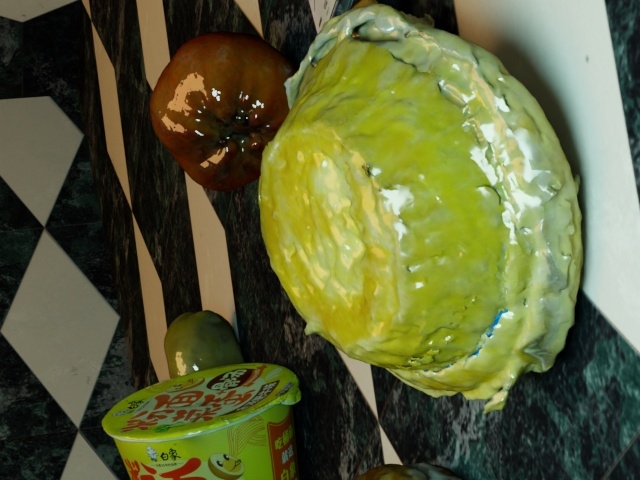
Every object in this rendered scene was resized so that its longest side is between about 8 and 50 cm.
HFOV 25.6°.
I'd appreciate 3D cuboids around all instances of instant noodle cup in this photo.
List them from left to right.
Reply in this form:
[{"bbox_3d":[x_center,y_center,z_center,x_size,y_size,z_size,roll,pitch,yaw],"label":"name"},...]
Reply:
[{"bbox_3d":[-0.159,0.342,2.168,0.311,0.311,0.221,-153,48,-71],"label":"instant noodle cup"}]

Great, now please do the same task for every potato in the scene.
[{"bbox_3d":[-0.204,0.223,2.495,0.154,0.137,0.200,163,99,-74],"label":"potato"}]

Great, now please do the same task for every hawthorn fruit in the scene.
[{"bbox_3d":[-0.129,-0.193,1.974,0.261,0.224,0.224,-101,11,-65],"label":"hawthorn fruit"}]

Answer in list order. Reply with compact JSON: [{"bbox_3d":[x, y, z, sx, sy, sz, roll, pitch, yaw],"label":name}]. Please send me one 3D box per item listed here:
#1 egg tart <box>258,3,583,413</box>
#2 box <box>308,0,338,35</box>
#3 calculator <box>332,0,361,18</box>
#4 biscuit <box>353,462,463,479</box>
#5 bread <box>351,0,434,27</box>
[{"bbox_3d":[0.066,-0.018,1.275,0.388,0.169,0.388,32,133,42],"label":"egg tart"},{"bbox_3d":[0.003,-0.356,1.760,0.129,0.033,0.247,111,149,-60],"label":"box"},{"bbox_3d":[0.013,-0.176,1.553,0.161,0.021,0.261,83,-158,-70],"label":"calculator"},{"bbox_3d":[0.110,0.372,1.519,0.366,0.115,0.268,156,107,-72],"label":"biscuit"},{"bbox_3d":[0.070,-0.122,1.465,0.245,0.121,0.174,95,160,-44],"label":"bread"}]
